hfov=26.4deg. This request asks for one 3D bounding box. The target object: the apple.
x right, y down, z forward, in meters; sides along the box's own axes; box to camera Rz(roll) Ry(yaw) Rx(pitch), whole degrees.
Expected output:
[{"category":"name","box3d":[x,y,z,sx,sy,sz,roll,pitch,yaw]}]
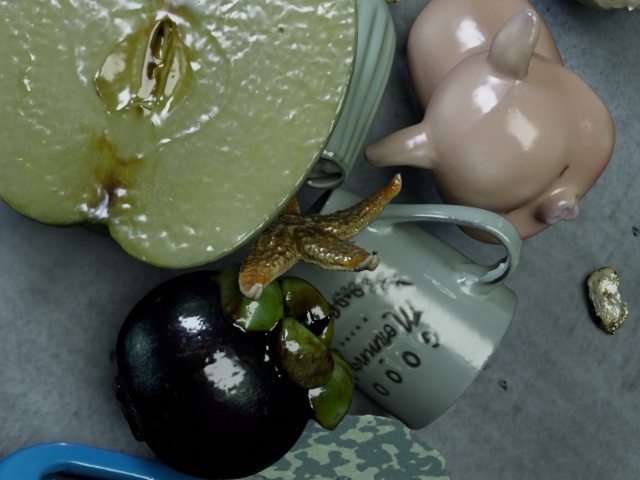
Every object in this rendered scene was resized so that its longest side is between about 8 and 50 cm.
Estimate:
[{"category":"apple","box3d":[-0.160,-0.156,1.333,0.311,0.320,0.360,23,80,-33]}]

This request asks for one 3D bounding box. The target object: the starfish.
[{"category":"starfish","box3d":[0.002,0.002,1.311,0.138,0.247,0.050,-6,116,12]}]

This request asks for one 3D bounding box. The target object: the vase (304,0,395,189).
[{"category":"vase","box3d":[0.012,-0.169,1.477,0.128,0.128,0.248,22,53,-19]}]

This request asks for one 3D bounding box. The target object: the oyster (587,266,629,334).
[{"category":"oyster","box3d":[0.350,0.075,1.675,0.054,0.019,0.083,-12,85,-26]}]

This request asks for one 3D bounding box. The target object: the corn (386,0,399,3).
[{"category":"corn","box3d":[0.004,-0.389,1.554,0.292,0.101,0.101,48,68,-7]}]

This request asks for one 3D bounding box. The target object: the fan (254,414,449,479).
[{"category":"fan","box3d":[0.030,0.236,1.473,0.240,0.131,0.009,6,36,-10]}]

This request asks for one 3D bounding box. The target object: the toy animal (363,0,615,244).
[{"category":"toy animal","box3d":[0.193,-0.152,1.494,0.269,0.237,0.326,15,42,-52]}]

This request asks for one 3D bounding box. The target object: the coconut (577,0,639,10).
[{"category":"coconut","box3d":[0.371,-0.432,1.589,0.346,0.360,0.346,44,34,-40]}]

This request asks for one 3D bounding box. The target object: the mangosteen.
[{"category":"mangosteen","box3d":[-0.089,0.128,1.358,0.243,0.243,0.243,4,81,-23]}]

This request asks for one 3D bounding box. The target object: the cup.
[{"category":"cup","box3d":[0.087,0.039,1.448,0.234,0.258,0.186,39,34,-8]}]

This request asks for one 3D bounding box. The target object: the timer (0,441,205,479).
[{"category":"timer","box3d":[-0.183,0.347,1.272,0.309,0.115,0.340,17,33,-21]}]
